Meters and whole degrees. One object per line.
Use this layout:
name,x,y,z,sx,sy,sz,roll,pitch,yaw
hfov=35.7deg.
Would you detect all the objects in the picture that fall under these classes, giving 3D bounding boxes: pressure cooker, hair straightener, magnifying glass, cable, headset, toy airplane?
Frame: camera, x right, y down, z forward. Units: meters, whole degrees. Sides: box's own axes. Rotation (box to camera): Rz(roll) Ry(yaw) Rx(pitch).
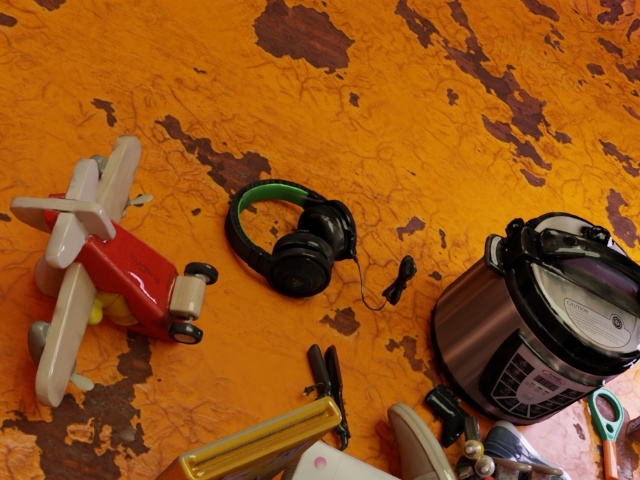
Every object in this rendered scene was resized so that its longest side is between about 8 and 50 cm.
pressure cooker,0.471,0.145,2.048,0.370,0.420,0.375,-13,66,-42
hair straightener,0.002,0.302,1.877,0.089,0.047,0.230,9,58,-29
magnifying glass,0.646,0.434,2.237,0.092,0.026,0.231,25,45,-18
cable,0.303,0.410,1.847,0.139,0.072,0.287,69,16,0
headset,0.000,0.000,1.996,0.394,0.185,0.243,34,44,7
toy airplane,-0.381,0.039,1.641,0.386,0.272,0.384,-29,109,-58

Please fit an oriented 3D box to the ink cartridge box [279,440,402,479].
ink cartridge box,0.049,0.534,1.611,0.324,0.071,0.330,28,70,-13

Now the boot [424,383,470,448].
boot,0.249,0.351,2.004,0.099,0.045,0.121,48,37,2

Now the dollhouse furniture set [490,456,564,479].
dollhouse furniture set,0.434,0.532,1.842,0.242,0.161,0.212,12,83,-23

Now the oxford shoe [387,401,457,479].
oxford shoe,0.204,0.503,1.796,0.130,0.169,0.449,-21,65,-5

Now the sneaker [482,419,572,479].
sneaker,0.399,0.481,1.971,0.226,0.086,0.163,42,34,11

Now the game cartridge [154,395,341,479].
game cartridge,-0.151,0.364,1.515,0.285,0.323,0.052,-14,64,-40

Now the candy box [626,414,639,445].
candy box,0.804,0.463,2.262,0.187,0.109,0.053,41,44,-1
